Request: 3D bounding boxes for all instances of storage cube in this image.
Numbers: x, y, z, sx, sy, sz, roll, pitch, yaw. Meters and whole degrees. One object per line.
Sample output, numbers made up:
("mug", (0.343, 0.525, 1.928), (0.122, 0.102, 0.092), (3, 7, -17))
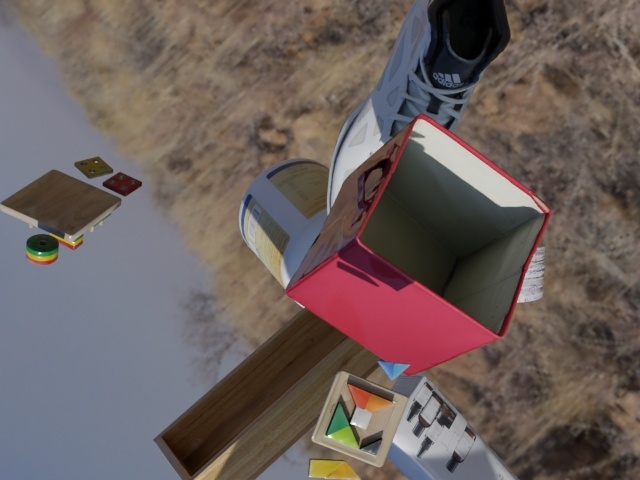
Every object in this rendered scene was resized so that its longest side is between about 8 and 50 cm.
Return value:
("storage cube", (0.105, 0.010, 1.097), (0.215, 0.184, 0.193), (34, 150, -10))

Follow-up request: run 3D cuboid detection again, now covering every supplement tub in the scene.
("supplement tub", (0.000, 0.000, 1.888), (0.228, 0.228, 0.316), (52, 176, -40))

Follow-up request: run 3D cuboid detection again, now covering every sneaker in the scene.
("sneaker", (0.124, -0.180, 1.342), (0.169, 0.448, 0.257), (21, 179, 0))

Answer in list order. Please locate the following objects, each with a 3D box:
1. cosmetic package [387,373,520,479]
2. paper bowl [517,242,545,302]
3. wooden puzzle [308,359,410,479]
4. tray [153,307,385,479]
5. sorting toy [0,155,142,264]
("cosmetic package", (0.169, 0.291, 1.291), (0.239, 0.099, 0.060), (48, 153, -18))
("paper bowl", (0.222, 0.016, 1.601), (0.284, 0.284, 0.148), (-166, 76, -79))
("wooden puzzle", (0.035, 0.158, 0.861), (0.078, 0.116, 0.014), (16, 175, -13))
("tray", (-0.052, 0.220, 1.493), (0.076, 0.411, 0.203), (53, 167, -21))
("sorting toy", (-0.396, -0.047, 1.523), (0.132, 0.274, 0.046), (23, 125, 14))
